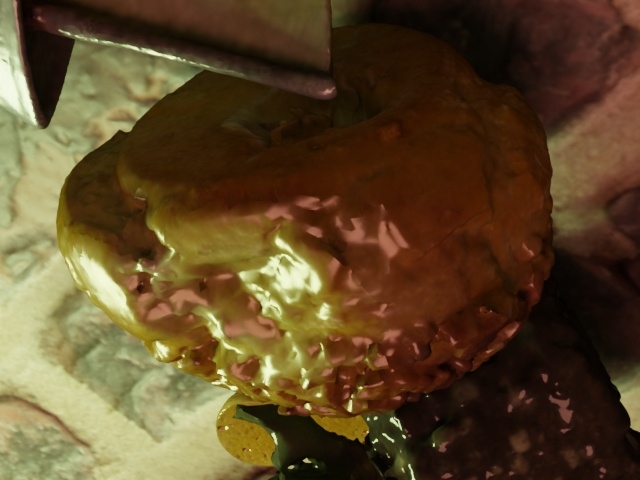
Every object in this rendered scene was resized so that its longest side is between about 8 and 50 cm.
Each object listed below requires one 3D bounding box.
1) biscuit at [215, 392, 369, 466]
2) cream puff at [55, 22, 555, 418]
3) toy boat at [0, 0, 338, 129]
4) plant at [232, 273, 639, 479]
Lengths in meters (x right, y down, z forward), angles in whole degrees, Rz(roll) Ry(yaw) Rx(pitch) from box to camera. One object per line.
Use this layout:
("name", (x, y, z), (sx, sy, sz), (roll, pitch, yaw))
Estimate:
("biscuit", (0.008, 0.143, 1.472), (0.240, 0.035, 0.158), (-21, 118, 30))
("cream puff", (0.000, 0.000, 1.155), (0.343, 0.327, 0.231), (-22, 119, -10))
("toy boat", (-0.129, -0.222, 1.127), (0.293, 0.111, 0.276), (-5, 98, 22))
("plant", (0.086, 0.163, 1.295), (0.312, 0.215, 0.213), (-33, 133, 7))
